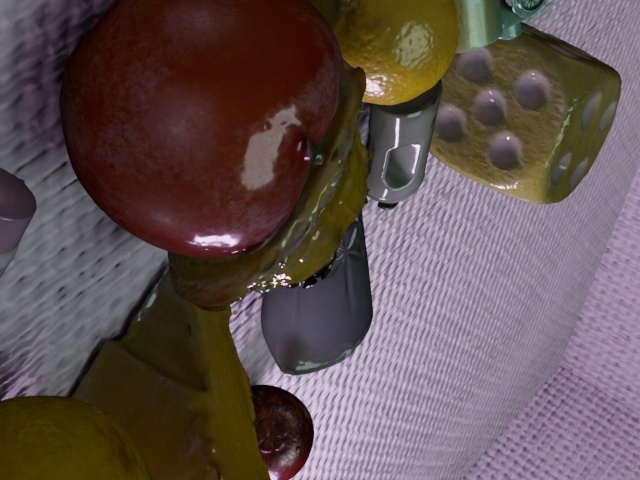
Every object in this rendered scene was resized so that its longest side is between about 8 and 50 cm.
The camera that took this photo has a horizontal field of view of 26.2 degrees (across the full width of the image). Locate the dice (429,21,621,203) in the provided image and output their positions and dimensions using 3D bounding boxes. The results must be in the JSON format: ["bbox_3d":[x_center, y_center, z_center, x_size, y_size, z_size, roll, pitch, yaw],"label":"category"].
[{"bbox_3d":[0.312,-0.202,2.124,0.238,0.227,0.233,-10,127,-62],"label":"dice"}]

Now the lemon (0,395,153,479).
[{"bbox_3d":[-0.284,0.280,1.398,0.267,0.267,0.267,-47,157,-28],"label":"lemon"}]

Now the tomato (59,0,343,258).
[{"bbox_3d":[-0.112,-0.118,1.245,0.265,0.265,0.265,-47,157,-28],"label":"tomato"}]

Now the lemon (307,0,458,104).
[{"bbox_3d":[0.066,-0.244,1.568,0.178,0.178,0.203,-60,153,4],"label":"lemon"}]

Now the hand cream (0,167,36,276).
[{"bbox_3d":[-0.337,0.047,1.221,0.248,0.083,0.133,-55,161,23],"label":"hand cream"}]

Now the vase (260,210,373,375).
[{"bbox_3d":[0.000,0.000,1.829,0.301,0.156,0.251,90,21,-45],"label":"vase"}]

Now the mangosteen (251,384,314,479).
[{"bbox_3d":[-0.087,0.298,2.036,0.181,0.156,0.146,121,-23,-57],"label":"mangosteen"}]

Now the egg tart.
[{"bbox_3d":[-0.039,-0.053,1.455,0.120,0.315,0.315,30,92,-29],"label":"egg tart"}]

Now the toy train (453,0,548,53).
[{"bbox_3d":[0.179,-0.373,1.679,0.189,0.126,0.307,-22,127,-16],"label":"toy train"}]

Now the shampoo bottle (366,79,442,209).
[{"bbox_3d":[0.109,-0.130,1.951,0.118,0.087,0.234,-47,157,-36],"label":"shampoo bottle"}]

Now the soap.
[{"bbox_3d":[-0.107,0.228,1.603,0.304,0.338,0.169,-57,161,0],"label":"soap"}]
